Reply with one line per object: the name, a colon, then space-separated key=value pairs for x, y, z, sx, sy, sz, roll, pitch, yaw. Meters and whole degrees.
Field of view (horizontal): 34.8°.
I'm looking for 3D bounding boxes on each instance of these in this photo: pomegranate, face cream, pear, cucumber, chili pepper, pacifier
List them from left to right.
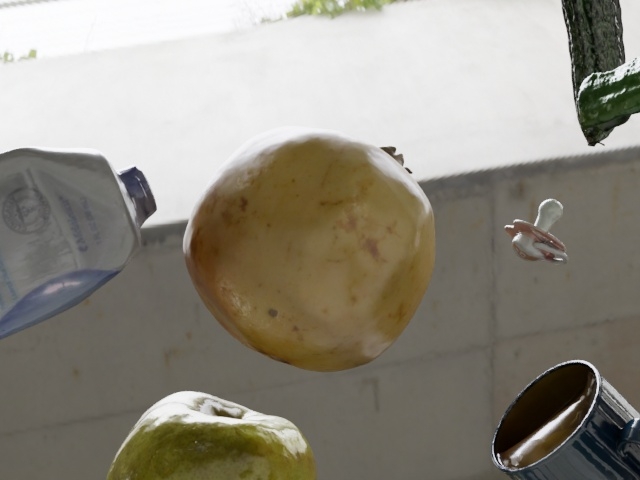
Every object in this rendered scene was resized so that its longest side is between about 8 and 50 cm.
face cream: x=-0.402 y=0.009 z=1.267 sx=0.420 sy=0.137 sz=0.234 roll=-25 pitch=-68 yaw=-22
pear: x=-0.164 y=0.372 z=1.455 sx=0.304 sy=0.304 sz=0.303 roll=-5 pitch=-57 yaw=-7
pomegranate: x=0.000 y=0.000 z=1.326 sx=0.343 sy=0.342 sz=0.342 roll=-5 pitch=-57 yaw=-7
pacifier: x=0.266 y=-0.012 z=1.212 sx=0.082 sy=0.099 sz=0.078 roll=29 pitch=-100 yaw=-1
cucumber: x=0.373 y=-0.243 z=1.373 sx=0.077 sy=0.077 sz=0.265 roll=-18 pitch=-56 yaw=1
chili pepper: x=0.357 y=-0.168 z=0.934 sx=0.253 sy=0.099 sz=0.083 roll=-23 pitch=-87 yaw=31

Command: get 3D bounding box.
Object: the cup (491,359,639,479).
cup: x=0.232 y=0.189 z=0.826 sx=0.138 sy=0.150 sz=0.113 roll=43 pitch=-90 yaw=-12
